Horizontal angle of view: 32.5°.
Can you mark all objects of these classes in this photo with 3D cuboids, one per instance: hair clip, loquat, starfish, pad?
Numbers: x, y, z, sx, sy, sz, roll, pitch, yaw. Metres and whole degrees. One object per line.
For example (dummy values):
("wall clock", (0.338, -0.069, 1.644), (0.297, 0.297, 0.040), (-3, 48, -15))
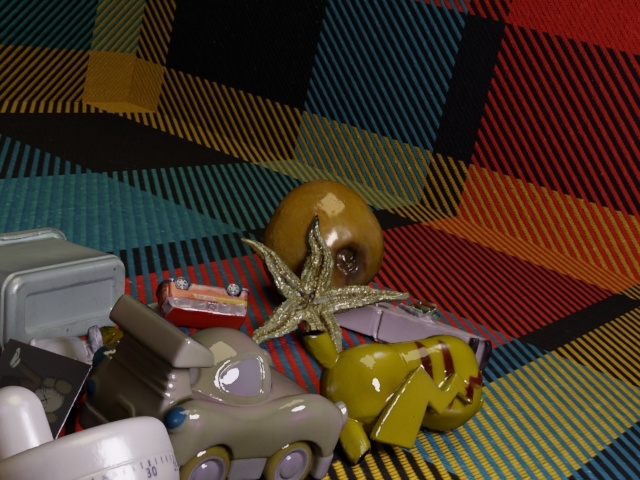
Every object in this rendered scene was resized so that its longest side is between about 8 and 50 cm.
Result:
("hair clip", (0.182, 0.179, 2.220), (0.331, 0.085, 0.101), (20, 14, 31))
("loquat", (0.000, 0.000, 2.369), (0.275, 0.275, 0.275), (12, 14, -3))
("starfish", (-0.033, 0.112, 2.110), (0.358, 0.078, 0.347), (-29, 65, -34))
("pad", (-0.394, 0.227, 1.431), (0.127, 0.190, 0.004), (15, -28, 13))

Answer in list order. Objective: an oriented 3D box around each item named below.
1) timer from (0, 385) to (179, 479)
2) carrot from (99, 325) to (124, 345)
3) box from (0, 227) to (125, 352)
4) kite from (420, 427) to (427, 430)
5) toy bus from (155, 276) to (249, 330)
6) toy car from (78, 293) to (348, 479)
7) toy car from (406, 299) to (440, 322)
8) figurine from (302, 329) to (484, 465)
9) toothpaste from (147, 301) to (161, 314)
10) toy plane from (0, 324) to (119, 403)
("timer", (-0.282, 0.255, 1.227), (0.233, 0.240, 0.233), (-20, -12, -4))
("carrot", (-0.298, 0.198, 1.748), (0.082, 0.082, 0.173), (-1, 19, -43))
("box", (-0.467, 0.087, 1.773), (0.182, 0.175, 0.312), (9, 11, 30))
("kite", (0.123, 0.294, 1.894), (0.137, 0.005, 0.152), (-1, 20, -36))
("toy bus", (-0.223, 0.125, 2.073), (0.174, 0.079, 0.077), (9, 51, -21))
("toy car", (-0.140, 0.207, 1.529), (0.336, 0.226, 0.242), (5, 16, -45))
("toy car", (0.203, 0.166, 2.351), (0.073, 0.054, 0.143), (19, 15, 27))
("figurine", (0.122, 0.246, 1.774), (0.326, 0.218, 0.169), (-5, -21, -25))
("toothpaste", (-0.284, 0.128, 2.122), (0.052, 0.033, 0.218), (31, 25, 31))
("toy plane", (-0.385, 0.194, 1.585), (0.244, 0.117, 0.245), (-15, -4, -1))
